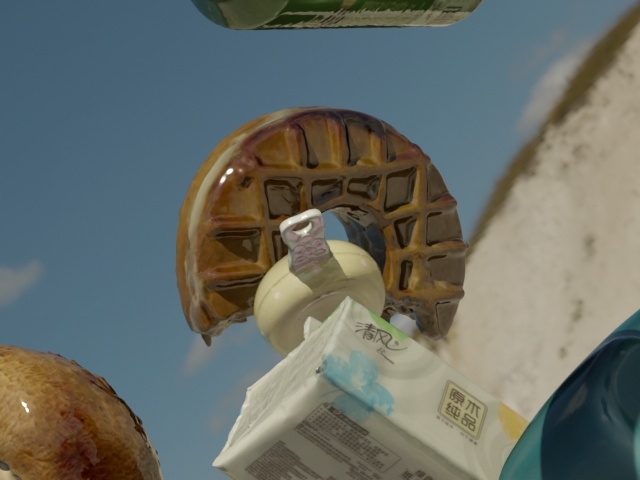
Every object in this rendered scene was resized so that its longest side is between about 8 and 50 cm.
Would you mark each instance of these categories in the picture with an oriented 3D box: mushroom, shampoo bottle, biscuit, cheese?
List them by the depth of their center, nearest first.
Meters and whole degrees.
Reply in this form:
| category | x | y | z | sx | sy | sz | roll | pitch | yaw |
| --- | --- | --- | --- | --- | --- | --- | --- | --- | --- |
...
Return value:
| category | x | y | z | sx | sy | sz | roll | pitch | yaw |
| --- | --- | --- | --- | --- | --- | --- | --- | --- | --- |
| shampoo bottle | -0.005 | -0.115 | 0.638 | 0.065 | 0.065 | 0.204 | -47 | -19 | 30 |
| mushroom | -0.219 | 0.193 | 1.241 | 0.153 | 0.253 | 0.253 | -34 | -14 | -37 |
| cheese | -0.005 | 0.039 | 1.560 | 0.137 | 0.064 | 0.227 | -24 | -34 | -8 |
| biscuit | 0.008 | -0.018 | 1.779 | 0.366 | 0.268 | 0.115 | -1 | 1 | -33 |

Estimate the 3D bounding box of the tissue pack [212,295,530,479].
| category | x | y | z | sx | sy | sz | roll | pitch | yaw |
| --- | --- | --- | --- | --- | --- | --- | --- | --- | --- |
| tissue pack | 0.069 | 0.150 | 1.158 | 0.159 | 0.229 | 0.145 | -46 | 13 | 43 |

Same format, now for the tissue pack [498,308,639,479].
| category | x | y | z | sx | sy | sz | roll | pitch | yaw |
| --- | --- | --- | --- | --- | --- | --- | --- | --- | --- |
| tissue pack | 0.237 | 0.130 | 0.901 | 0.287 | 0.198 | 0.206 | -34 | -25 | -37 |
